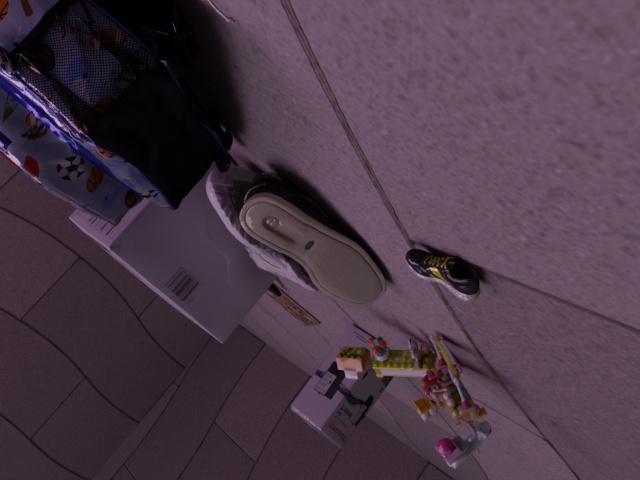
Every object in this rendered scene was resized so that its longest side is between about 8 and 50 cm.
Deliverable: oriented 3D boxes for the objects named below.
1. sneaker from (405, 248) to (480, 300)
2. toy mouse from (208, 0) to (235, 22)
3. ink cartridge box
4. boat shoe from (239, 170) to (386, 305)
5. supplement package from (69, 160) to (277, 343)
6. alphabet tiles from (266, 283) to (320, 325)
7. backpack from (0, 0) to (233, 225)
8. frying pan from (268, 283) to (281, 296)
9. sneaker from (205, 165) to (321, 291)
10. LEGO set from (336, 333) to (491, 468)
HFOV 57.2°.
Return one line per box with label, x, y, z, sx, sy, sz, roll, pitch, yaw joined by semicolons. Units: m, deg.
sneaker;0.123;0.026;0.583;0.083;0.031;0.035;28;148;24
toy mouse;-0.107;-0.223;0.394;0.161;0.031;0.143;43;165;-13
ink cartridge box;0.053;0.300;1.196;0.086;0.208;0.153;29;162;34
boat shoe;0.000;0.000;0.749;0.233;0.084;0.079;39;-155;-25
supplement package;-0.194;-0.010;0.891;0.145;0.204;0.262;25;160;45
alphabet tiles;-0.110;0.145;1.536;0.237;0.009;0.198;40;166;-3
backpack;-0.247;-0.158;0.616;0.263;0.213;0.276;48;170;11
frying pan;-0.143;0.047;1.243;0.326;0.053;0.197;37;168;-34
sneaker;-0.083;-0.007;0.821;0.232;0.090;0.115;47;151;-23
LEGO set;0.133;0.189;0.866;0.287;0.132;0.107;32;156;48
